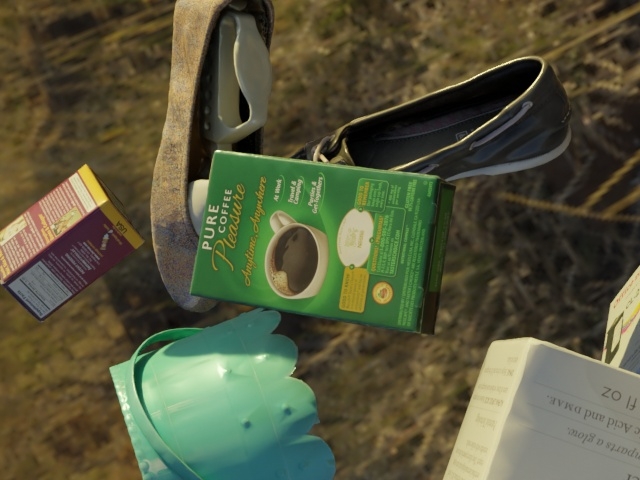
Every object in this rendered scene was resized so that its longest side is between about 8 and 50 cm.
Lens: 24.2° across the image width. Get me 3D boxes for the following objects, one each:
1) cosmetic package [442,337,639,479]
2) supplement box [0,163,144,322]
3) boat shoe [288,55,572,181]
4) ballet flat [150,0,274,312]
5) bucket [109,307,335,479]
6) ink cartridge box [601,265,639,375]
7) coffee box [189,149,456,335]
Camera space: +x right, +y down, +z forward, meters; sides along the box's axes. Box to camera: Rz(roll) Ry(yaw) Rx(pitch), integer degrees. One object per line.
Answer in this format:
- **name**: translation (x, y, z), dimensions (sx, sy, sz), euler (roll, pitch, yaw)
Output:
- **cosmetic package**: translation (0.156, 0.170, 0.920), dimensions (0.151, 0.184, 0.151), euler (19, 174, -1)
- **supplement box**: translation (-0.160, 0.001, 0.930), dimensions (0.043, 0.083, 0.055), euler (53, 180, -38)
- **boat shoe**: translation (0.075, -0.092, 1.428), dimensions (0.095, 0.335, 0.112), euler (68, -175, -47)
- **ballet flat**: translation (-0.090, -0.086, 1.347), dimensions (0.106, 0.107, 0.316), euler (8, 100, 49)
- **bucket**: translation (-0.097, 0.215, 1.539), dimensions (0.281, 0.183, 0.281), euler (162, 90, -81)
- **ink cartridge box**: translation (0.342, 0.102, 1.511), dimensions (0.072, 0.175, 0.127), euler (23, 136, -4)
- **coffee box**: translation (0.000, 0.000, 1.070), dimensions (0.184, 0.040, 0.113), euler (7, 87, 26)
